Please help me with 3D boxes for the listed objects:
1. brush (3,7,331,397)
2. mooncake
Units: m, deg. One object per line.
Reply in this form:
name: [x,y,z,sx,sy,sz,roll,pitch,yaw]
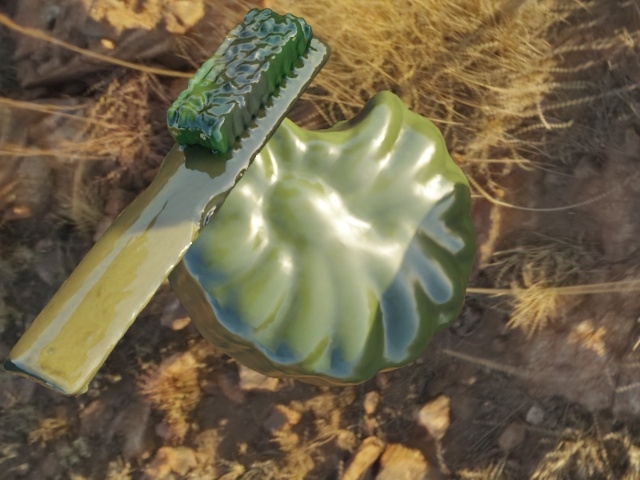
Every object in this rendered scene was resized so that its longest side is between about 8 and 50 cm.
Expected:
brush: [-0.079,-0.037,0.522,0.054,0.048,0.282,15,56,27]
mooncake: [0.000,0.000,1.032,0.351,0.187,0.352,3,82,-21]
